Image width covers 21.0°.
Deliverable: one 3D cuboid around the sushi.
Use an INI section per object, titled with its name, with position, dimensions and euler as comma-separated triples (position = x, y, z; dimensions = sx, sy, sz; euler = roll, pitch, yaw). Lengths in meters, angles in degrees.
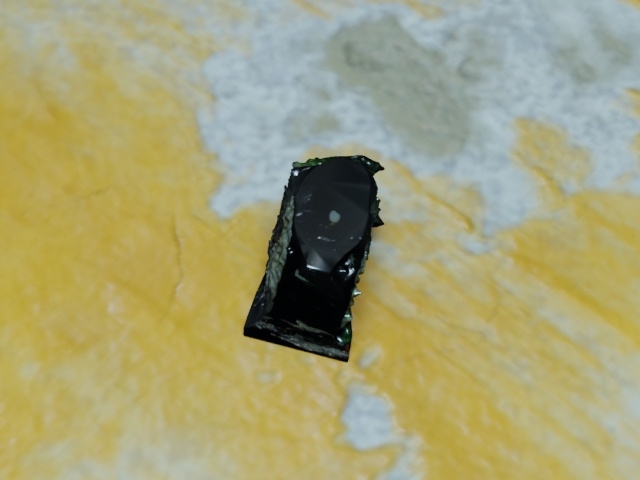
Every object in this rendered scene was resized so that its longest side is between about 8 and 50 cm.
[sushi]
position = 0.000, 0.000, 0.861
dimensions = 0.056, 0.083, 0.085
euler = 13, 60, 4
